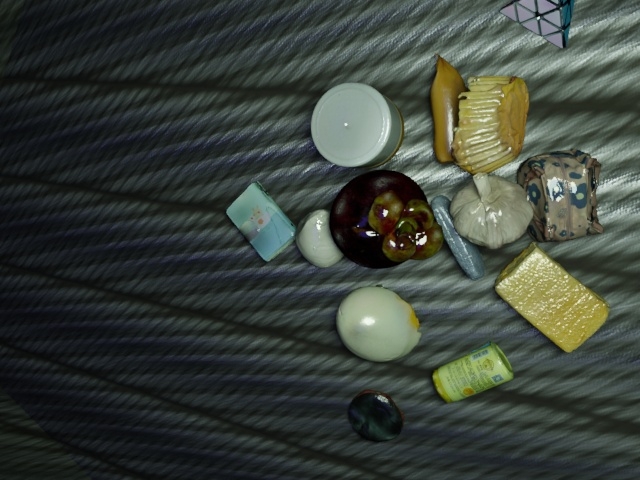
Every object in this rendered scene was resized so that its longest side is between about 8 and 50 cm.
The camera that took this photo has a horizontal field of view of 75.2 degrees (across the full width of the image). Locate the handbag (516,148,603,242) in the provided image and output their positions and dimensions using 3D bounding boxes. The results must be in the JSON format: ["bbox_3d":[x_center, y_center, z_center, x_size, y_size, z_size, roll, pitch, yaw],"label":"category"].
[{"bbox_3d":[0.645,-0.115,1.110,0.190,0.193,0.251,-10,95,23],"label":"handbag"}]

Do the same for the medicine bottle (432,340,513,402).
[{"bbox_3d":[0.471,0.423,1.310,0.239,0.124,0.124,-34,86,23],"label":"medicine bottle"}]

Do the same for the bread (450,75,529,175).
[{"bbox_3d":[0.459,-0.306,1.113,0.149,0.274,0.273,12,105,46],"label":"bread"}]

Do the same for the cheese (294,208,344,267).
[{"bbox_3d":[0.000,0.000,1.374,0.155,0.198,0.188,-37,96,-16],"label":"cheese"}]

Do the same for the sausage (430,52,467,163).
[{"bbox_3d":[0.377,-0.387,1.214,0.112,0.112,0.327,-5,97,21],"label":"sausage"}]

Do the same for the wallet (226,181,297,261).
[{"bbox_3d":[-0.210,-0.065,1.503,0.176,0.075,0.250,-42,83,18],"label":"wallet"}]

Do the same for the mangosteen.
[{"bbox_3d":[0.192,-0.051,1.211,0.347,0.307,0.306,29,114,59],"label":"mangosteen"}]

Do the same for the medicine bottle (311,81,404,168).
[{"bbox_3d":[0.116,-0.336,1.250,0.238,0.232,0.237,4,100,21],"label":"medicine bottle"}]

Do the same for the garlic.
[{"bbox_3d":[0.447,-0.099,1.105,0.219,0.212,0.218,-12,56,19],"label":"garlic"}]

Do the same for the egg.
[{"bbox_3d":[0.174,0.297,1.369,0.287,0.174,0.264,36,113,8],"label":"egg"}]

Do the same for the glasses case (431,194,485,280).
[{"bbox_3d":[0.418,-0.011,1.257,0.067,0.109,0.282,-27,89,34],"label":"glasses case"}]

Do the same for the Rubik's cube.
[{"bbox_3d":[0.605,-0.598,1.128,0.191,0.211,0.178,-2,123,52],"label":"Rubik's cube"}]

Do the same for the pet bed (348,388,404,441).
[{"bbox_3d":[0.195,0.626,1.480,0.202,0.053,0.200,3,100,19],"label":"pet bed"}]

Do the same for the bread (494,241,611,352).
[{"bbox_3d":[0.661,0.161,1.198,0.275,0.114,0.184,42,107,8],"label":"bread"}]
